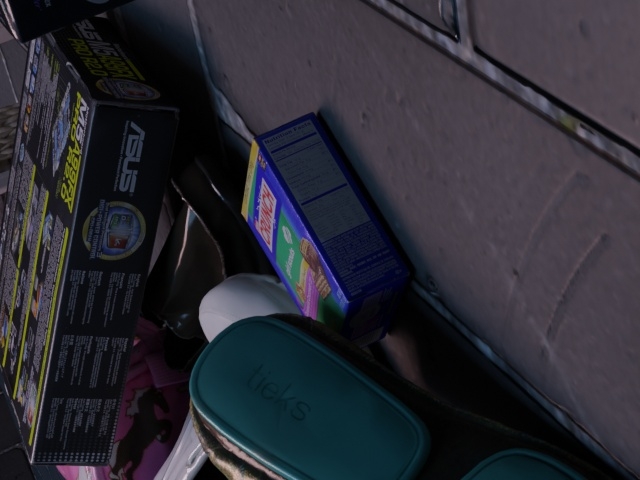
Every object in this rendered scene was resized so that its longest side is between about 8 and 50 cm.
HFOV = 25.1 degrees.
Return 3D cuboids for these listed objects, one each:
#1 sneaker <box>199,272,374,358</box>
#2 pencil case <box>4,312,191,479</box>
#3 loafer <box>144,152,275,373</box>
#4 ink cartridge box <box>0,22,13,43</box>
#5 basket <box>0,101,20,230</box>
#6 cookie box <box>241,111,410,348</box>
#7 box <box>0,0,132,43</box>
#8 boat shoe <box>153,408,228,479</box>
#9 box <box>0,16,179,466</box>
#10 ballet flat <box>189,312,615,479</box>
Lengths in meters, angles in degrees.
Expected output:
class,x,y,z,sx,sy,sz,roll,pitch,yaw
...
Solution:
class,x,y,z,sx,sy,sz,roll,pitch,yaw
sneaker,-0.005,0.142,0.838,0.297,0.129,0.111,57,162,30
pencil case,-0.175,0.139,1.263,0.160,0.167,0.386,46,167,-19
loafer,-0.081,0.032,0.989,0.080,0.078,0.220,53,158,34
ink cartridge box,-0.293,-0.294,1.104,0.211,0.121,0.289,61,161,11
basket,-0.290,-0.051,1.422,0.167,0.113,0.103,96,149,-57
cookie box,0.000,0.000,0.784,0.107,0.040,0.092,60,162,20
box,-0.154,-0.237,0.761,0.247,0.142,0.163,46,155,49
boat shoe,-0.081,0.197,1.032,0.084,0.095,0.258,-96,18,-59
box,-0.180,-0.007,1.039,0.216,0.060,0.270,-132,50,-58
ballet flat,0.065,0.142,0.672,0.348,0.123,0.123,32,143,46
